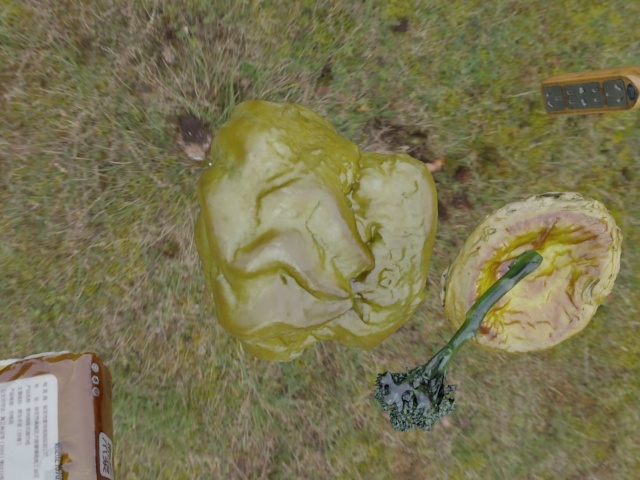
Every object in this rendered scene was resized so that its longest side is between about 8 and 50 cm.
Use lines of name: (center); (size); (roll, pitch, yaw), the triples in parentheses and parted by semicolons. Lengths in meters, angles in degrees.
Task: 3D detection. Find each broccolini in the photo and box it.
broccolini: (0.151, 0.092, 0.928); (0.254, 0.058, 0.071); (-43, 134, -24)

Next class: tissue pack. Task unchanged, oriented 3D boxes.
tissue pack: (-0.307, 0.238, 0.966); (0.183, 0.092, 0.226); (-9, 61, 1)

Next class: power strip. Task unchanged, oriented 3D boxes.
power strip: (0.331, -0.175, 1.094); (0.028, 0.178, 0.049); (-25, 107, -31)

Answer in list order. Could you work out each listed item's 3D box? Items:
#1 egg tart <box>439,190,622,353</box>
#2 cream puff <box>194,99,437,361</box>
egg tart: (0.314, 0.040, 1.420); (0.295, 0.116, 0.294); (-8, 123, -12)
cream puff: (-0.002, -0.006, 1.097); (0.270, 0.274, 0.323); (3, 105, 18)
